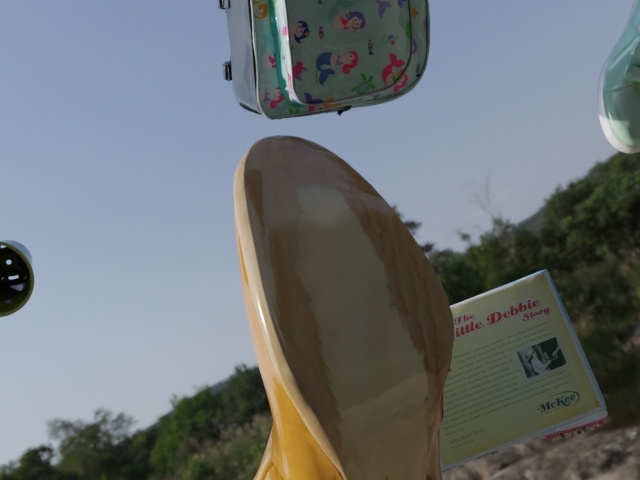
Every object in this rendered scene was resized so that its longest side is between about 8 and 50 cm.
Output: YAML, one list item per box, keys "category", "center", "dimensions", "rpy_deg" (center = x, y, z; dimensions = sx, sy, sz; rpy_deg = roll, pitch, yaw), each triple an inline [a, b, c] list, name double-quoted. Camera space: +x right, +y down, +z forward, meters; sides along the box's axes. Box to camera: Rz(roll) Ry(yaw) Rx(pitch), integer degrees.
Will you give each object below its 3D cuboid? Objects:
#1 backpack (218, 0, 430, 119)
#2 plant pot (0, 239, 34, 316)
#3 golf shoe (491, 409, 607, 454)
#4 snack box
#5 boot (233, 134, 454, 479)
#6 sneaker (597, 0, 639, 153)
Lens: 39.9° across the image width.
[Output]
- category: "backpack"
  center: [0.020, -0.272, 1.125]
  dimensions: [0.253, 0.225, 0.191]
  rpy_deg: [-11, 16, -27]
- category: "plant pot"
  center: [-0.344, 0.031, 0.951]
  dimensions: [0.083, 0.083, 0.079]
  rpy_deg: [-29, 15, 1]
- category: "golf shoe"
  center: [0.279, 0.257, 1.360]
  dimensions: [0.306, 0.140, 0.115]
  rpy_deg: [-12, -13, -7]
- category: "snack box"
  center: [0.170, 0.181, 1.112]
  dimensions: [0.322, 0.187, 0.060]
  rpy_deg: [-21, -10, 1]
- category: "boot"
  center: [-0.010, 0.119, 0.450]
  dimensions: [0.104, 0.295, 0.211]
  rpy_deg: [-12, -20, -37]
- category: "sneaker"
  center: [0.429, -0.236, 1.096]
  dimensions: [0.094, 0.256, 0.151]
  rpy_deg: [14, 3, -8]
